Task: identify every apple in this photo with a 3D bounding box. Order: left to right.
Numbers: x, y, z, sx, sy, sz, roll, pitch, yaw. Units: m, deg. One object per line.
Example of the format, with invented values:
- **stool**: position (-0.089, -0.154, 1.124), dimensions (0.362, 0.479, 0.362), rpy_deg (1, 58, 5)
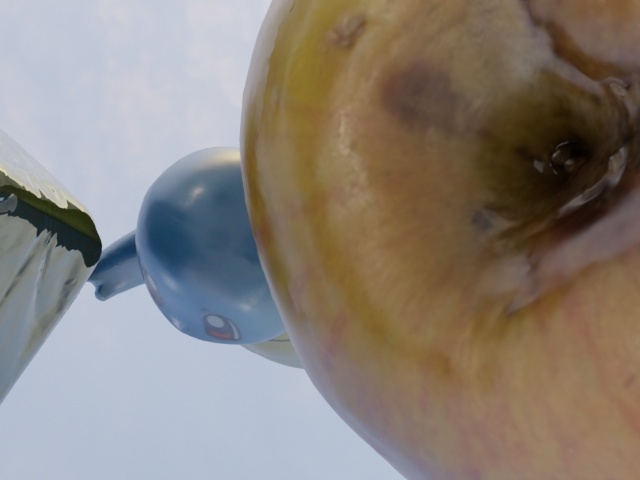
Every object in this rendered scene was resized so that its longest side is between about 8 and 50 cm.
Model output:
- **apple**: position (0.125, -0.026, 0.479), dimensions (0.275, 0.299, 0.298), rpy_deg (4, -105, -49)

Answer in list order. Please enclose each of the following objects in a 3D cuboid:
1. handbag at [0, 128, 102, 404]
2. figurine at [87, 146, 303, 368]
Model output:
- **handbag**: position (-0.317, 0.011, 0.828), dimensions (0.263, 0.241, 0.222), rpy_deg (-55, -20, 4)
- **figurine**: position (-0.013, 0.032, 1.047), dimensions (0.298, 0.243, 0.416), rpy_deg (33, -160, 19)
